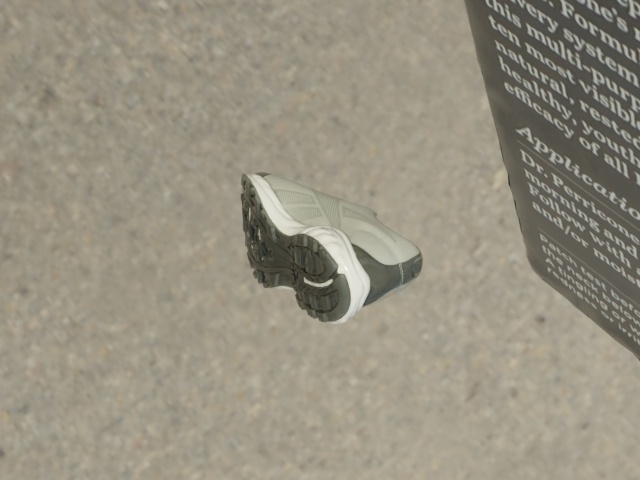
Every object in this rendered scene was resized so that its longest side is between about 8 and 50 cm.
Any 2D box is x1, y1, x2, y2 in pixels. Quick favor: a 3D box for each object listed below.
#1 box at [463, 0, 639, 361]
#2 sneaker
[{"bbox_3d":[0.305,-0.177,0.527,0.480,0.297,0.471,-43,150,-11],"label":"box"},{"bbox_3d":[0.000,0.000,1.425,0.108,0.271,0.100,-15,116,-23],"label":"sneaker"}]
